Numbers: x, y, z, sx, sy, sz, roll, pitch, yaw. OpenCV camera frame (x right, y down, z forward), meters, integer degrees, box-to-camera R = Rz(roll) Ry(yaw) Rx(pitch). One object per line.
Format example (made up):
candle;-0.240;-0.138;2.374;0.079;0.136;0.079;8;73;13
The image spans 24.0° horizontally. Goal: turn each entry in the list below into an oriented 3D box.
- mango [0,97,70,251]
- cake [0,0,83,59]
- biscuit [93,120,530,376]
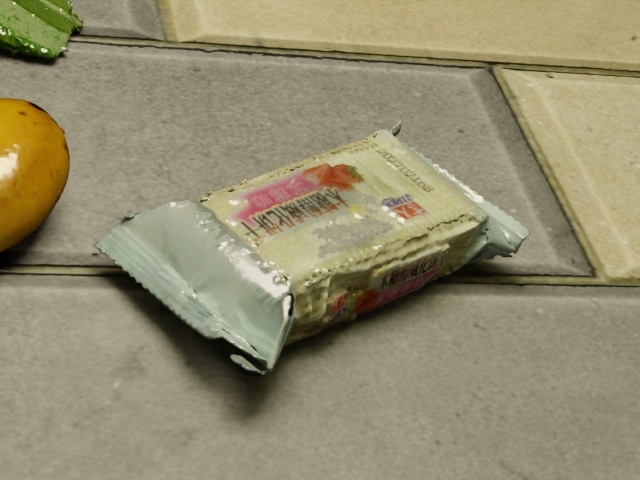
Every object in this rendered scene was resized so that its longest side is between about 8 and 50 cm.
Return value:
mango;-0.260;-0.041;1.146;0.115;0.090;0.178;15;40;16
cake;-0.333;-0.241;1.366;0.235;0.099;0.100;15;40;-2
biscuit;0.003;0.003;1.188;0.309;0.079;0.186;-19;47;-38
